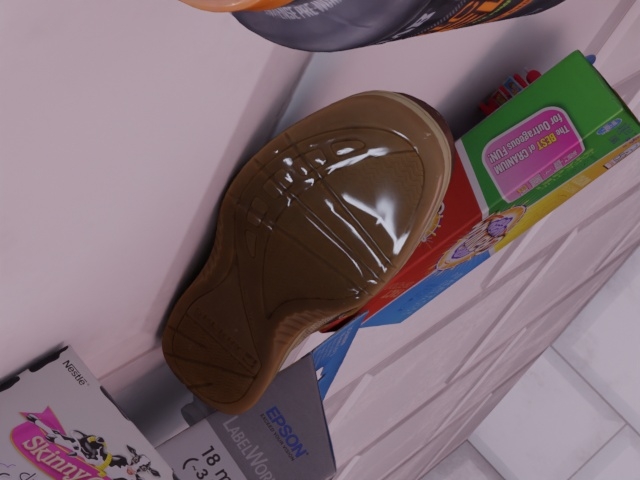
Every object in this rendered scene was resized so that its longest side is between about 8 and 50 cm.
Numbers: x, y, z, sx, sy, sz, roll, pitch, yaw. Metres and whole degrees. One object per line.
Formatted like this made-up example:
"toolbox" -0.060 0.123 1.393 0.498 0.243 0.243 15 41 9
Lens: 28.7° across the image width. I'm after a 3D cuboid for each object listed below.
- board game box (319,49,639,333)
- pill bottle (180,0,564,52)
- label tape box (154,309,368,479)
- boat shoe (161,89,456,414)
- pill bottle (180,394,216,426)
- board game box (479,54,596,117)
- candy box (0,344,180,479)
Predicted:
"board game box" 0.143 -0.034 1.145 0.316 0.064 0.242 -38 167 16
"pill bottle" 0.028 -0.150 0.530 0.245 0.130 0.130 -22 153 -52
"label tape box" -0.080 0.227 1.094 0.333 0.106 0.241 -30 162 -24
"boat shoe" 0.000 0.000 0.895 0.123 0.123 0.342 -40 170 -44
"pill bottle" -0.088 0.143 1.163 0.083 0.043 0.043 -37 163 -23
"board game box" 0.178 -0.125 1.150 0.133 0.033 0.169 -31 168 -38
"candy box" -0.191 0.185 0.788 0.196 0.165 0.070 -33 163 -37
